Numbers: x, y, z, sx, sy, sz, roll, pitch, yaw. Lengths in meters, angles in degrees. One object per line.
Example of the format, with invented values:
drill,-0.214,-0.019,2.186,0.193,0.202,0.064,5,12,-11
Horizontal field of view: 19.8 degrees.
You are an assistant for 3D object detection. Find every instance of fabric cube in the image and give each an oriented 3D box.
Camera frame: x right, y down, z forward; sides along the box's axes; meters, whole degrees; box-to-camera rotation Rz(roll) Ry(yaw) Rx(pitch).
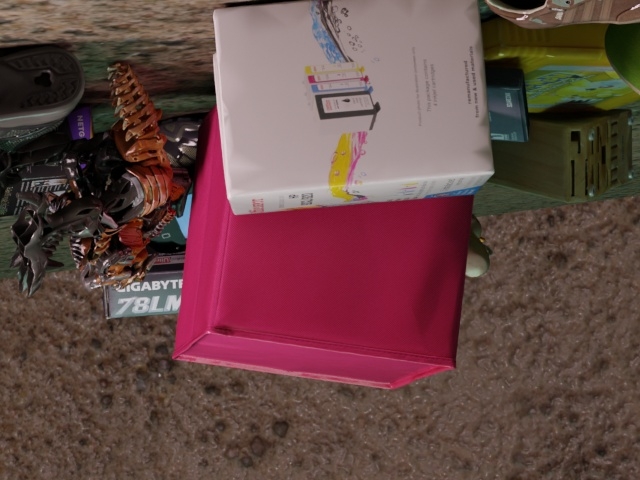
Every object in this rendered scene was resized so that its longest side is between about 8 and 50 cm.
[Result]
fabric cube,0.000,0.000,1.871,0.254,0.258,0.259,10,169,-11

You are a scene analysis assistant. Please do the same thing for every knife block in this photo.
knife block,0.236,-0.108,2.159,0.242,0.088,0.275,2,-170,25

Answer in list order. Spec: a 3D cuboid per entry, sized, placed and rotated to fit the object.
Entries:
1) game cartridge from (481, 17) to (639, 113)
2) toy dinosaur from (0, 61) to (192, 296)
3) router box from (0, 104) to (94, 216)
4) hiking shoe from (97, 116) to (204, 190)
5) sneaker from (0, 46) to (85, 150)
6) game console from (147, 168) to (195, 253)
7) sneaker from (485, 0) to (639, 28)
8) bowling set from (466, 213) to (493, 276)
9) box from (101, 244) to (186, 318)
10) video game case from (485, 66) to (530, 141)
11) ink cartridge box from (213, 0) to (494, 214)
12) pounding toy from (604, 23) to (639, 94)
game cartridge,0.233,-0.177,1.905,0.323,0.053,0.285,-4,175,-27
toy dinosaur,-0.230,-0.062,1.884,0.218,0.322,0.164,-14,-145,-24
router box,-0.387,-0.080,2.074,0.242,0.081,0.309,-5,175,-13
hiking shoe,-0.179,-0.079,2.148,0.226,0.114,0.086,-9,174,33
sneaker,-0.333,-0.120,1.677,0.227,0.087,0.130,-10,170,-13
game console,-0.032,-0.048,2.087,0.361,0.213,0.044,-13,-148,9
sneaker,0.216,-0.206,1.484,0.188,0.066,0.071,-12,171,43
bowling set,0.107,-0.096,2.187,0.287,0.200,0.154,22,-158,-13
box,-0.130,-0.018,2.261,0.295,0.073,0.293,-4,-149,-7
video game case,0.070,-0.142,1.841,0.274,0.026,0.196,3,169,9
ink cartridge box,0.024,-0.120,1.636,0.232,0.168,0.171,-5,176,-2
pounding toy,0.378,-0.182,1.627,0.236,0.110,0.183,28,-141,15
